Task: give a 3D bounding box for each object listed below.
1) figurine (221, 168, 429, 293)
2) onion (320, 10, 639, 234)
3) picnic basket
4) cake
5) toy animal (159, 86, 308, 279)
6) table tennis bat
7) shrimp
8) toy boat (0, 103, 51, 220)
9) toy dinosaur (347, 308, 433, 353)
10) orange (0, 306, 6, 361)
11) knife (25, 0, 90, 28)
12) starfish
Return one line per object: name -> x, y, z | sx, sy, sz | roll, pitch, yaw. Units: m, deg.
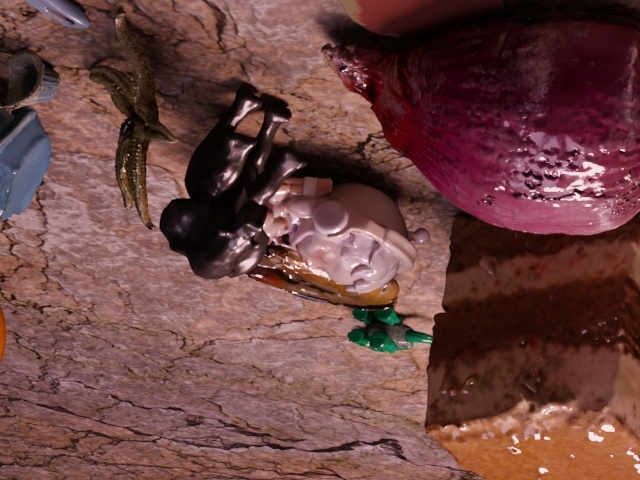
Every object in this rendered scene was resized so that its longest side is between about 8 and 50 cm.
figurine -> 0.001, -0.003, 1.937 | 0.237, 0.141, 0.162 | 15, 167, -13
onion -> 0.168, -0.095, 1.660 | 0.349, 0.159, 0.267 | 3, 153, 8
picnic basket -> -0.314, -0.164, 1.824 | 0.083, 0.065, 0.083 | 8, 164, -36
cake -> 0.288, 0.128, 1.941 | 0.256, 0.290, 0.282 | -12, 143, 35
toy animal -> -0.081, -0.048, 1.778 | 0.114, 0.245, 0.146 | 33, 112, -9
table tennis bat -> 0.054, -0.225, 1.610 | 0.234, 0.022, 0.131 | 11, 156, -4
shrimp -> -0.019, 0.037, 2.138 | 0.253, 0.058, 0.173 | 20, 161, -22
toy boat -> -0.361, -0.091, 1.952 | 0.098, 0.109, 0.238 | 41, 161, 3
toy dinosaur -> 0.091, 0.123, 2.270 | 0.132, 0.059, 0.096 | 4, 163, 32
orange -> -0.531, 0.111, 2.338 | 0.240, 0.171, 0.240 | 10, 158, 4
knife -> -0.344, -0.281, 1.655 | 0.313, 0.019, 0.044 | 33, 149, -34
starfish -> -0.184, -0.122, 1.758 | 0.050, 0.217, 0.223 | -13, 114, -16
